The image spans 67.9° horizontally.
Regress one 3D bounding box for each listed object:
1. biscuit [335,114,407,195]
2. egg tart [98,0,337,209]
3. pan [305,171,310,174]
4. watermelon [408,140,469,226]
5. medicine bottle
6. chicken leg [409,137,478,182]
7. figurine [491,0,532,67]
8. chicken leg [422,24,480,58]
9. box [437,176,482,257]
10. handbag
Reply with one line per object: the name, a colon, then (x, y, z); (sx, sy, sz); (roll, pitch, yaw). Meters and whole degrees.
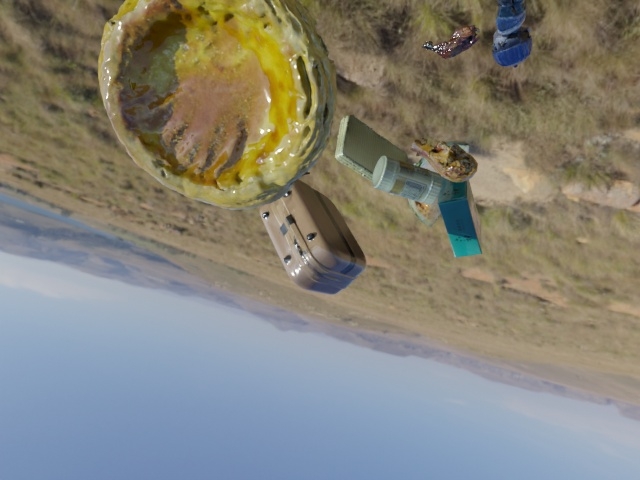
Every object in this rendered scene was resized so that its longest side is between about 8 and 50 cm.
biscuit: (0.122, -0.193, 1.100); (0.199, 0.121, 0.040); (28, 146, -30)
egg tart: (-0.154, -0.242, 0.768); (0.387, 0.388, 0.169); (14, -157, 4)
pan: (-0.115, -0.232, 1.761); (0.114, 0.040, 0.212); (2, -170, 42)
watermelon: (0.395, -0.240, 1.721); (0.175, 0.322, 0.188); (21, -156, -17)
medicine bottle: (0.116, -0.081, 0.638); (0.083, 0.047, 0.047); (15, 171, -12)
chicken leg: (0.327, -0.228, 1.297); (0.207, 0.085, 0.101); (37, -174, 34)
figurine: (0.368, -0.408, 0.911); (0.087, 0.086, 0.149); (51, 173, 36)
chicken leg: (0.196, -0.292, 0.708); (0.083, 0.036, 0.021); (-17, -161, 18)
box: (0.451, -0.084, 1.531); (0.092, 0.153, 0.245); (-10, 130, 25)
handbag: (0.000, 0.000, 1.253); (0.283, 0.149, 0.302); (28, -155, -48)
